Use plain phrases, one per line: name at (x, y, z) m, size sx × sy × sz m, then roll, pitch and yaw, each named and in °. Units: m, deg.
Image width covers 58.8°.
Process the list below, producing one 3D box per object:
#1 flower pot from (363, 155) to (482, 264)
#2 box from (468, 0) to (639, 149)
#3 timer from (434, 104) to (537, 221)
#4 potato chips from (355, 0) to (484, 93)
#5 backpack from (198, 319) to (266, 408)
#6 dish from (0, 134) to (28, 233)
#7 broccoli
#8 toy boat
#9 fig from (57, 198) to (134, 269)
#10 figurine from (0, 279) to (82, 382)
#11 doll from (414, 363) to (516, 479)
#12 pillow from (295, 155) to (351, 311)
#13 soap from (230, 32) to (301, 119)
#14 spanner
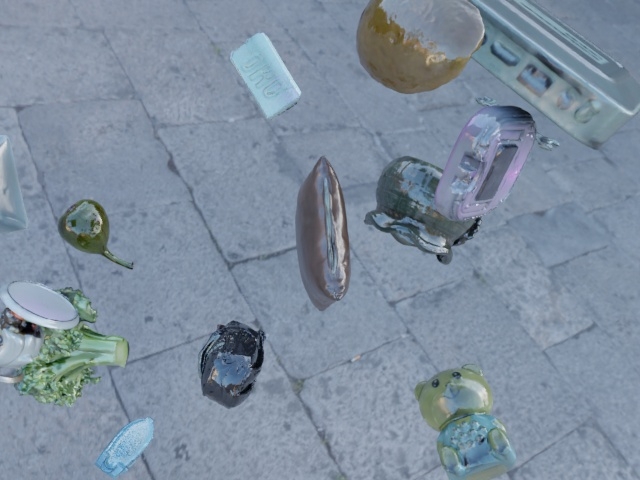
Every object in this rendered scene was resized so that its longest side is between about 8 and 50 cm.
flower pot at (0.279, -0.080, 1.527) m, size 0.302 × 0.213 × 0.302 m, roll 27°, pitch 3°, yaw -1°
box at (0.403, -0.342, 1.042) m, size 0.396 × 0.111 × 0.397 m, roll 43°, pitch 35°, yaw 13°
timer at (0.291, -0.131, 0.995) m, size 0.191 × 0.208 × 0.069 m, roll -14°, pitch 43°, yaw -42°
potato chips at (0.120, -0.283, 0.778) m, size 0.049 × 0.150 × 0.201 m, roll 13°, pitch 26°, yaw -49°
backpack at (-0.150, 0.201, 0.936) m, size 0.106 × 0.165 × 0.119 m, roll 22°, pitch 91°, yaw -2°
dish at (-0.833, -0.126, 1.374) m, size 0.182 × 0.080 × 0.243 m, roll -10°, pitch 100°, yaw -15°
broccoli at (-0.735, 0.304, 1.624) m, size 0.277 × 0.318 × 0.338 m, roll -65°, pitch 132°, yaw -78°
toy boat at (-0.522, 0.558, 1.533) m, size 0.088 × 0.102 × 0.215 m, roll 36°, pitch 34°, yaw 1°
fig at (-0.694, 0.000, 1.766) m, size 0.259 × 0.151 × 0.151 m, roll 58°, pitch 40°, yaw -25°
figurine at (-0.483, 0.159, 0.920) m, size 0.132 × 0.153 × 0.132 m, roll 33°, pitch 6°, yaw -4°
doll at (0.332, 0.416, 1.318) m, size 0.177 × 0.161 × 0.260 m, roll -26°, pitch 45°, yaw 8°
pillow at (0.000, 0.000, 1.307) m, size 0.109 × 0.305 × 0.307 m, roll -4°, pitch 79°, yaw -7°
soap at (-0.185, -0.563, 1.950) m, size 0.261 × 0.150 × 0.094 m, roll 58°, pitch 6°, yaw -8°
spanner at (0.531, -0.323, 1.544) m, size 0.071 × 0.017 × 0.302 m, roll -8°, pitch 41°, yaw -28°
